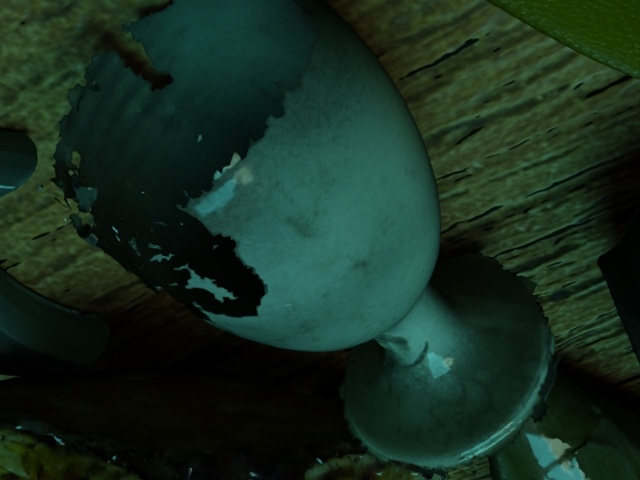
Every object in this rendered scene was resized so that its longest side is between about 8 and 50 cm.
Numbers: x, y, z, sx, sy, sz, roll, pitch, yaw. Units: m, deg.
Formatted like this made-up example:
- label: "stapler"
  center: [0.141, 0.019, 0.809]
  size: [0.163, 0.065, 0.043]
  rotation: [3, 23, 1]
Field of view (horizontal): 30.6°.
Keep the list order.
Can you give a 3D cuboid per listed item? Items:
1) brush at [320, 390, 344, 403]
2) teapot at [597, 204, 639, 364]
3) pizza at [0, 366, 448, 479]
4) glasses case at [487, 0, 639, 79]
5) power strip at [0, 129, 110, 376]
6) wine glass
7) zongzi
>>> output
- label: "brush"
  center: [0.062, 0.130, 0.955]
  size: [0.190, 0.028, 0.034]
  rotation: [-19, 137, 41]
- label: "teapot"
  center: [0.379, 0.051, 0.690]
  size: [0.361, 0.306, 0.376]
  rotation: [-25, 177, 12]
- label: "pizza"
  center: [-0.091, 0.166, 0.866]
  size: [0.408, 0.278, 0.114]
  rotation: [3, 102, -16]
- label: "glasses case"
  center: [0.121, -0.190, 0.512]
  size: [0.371, 0.141, 0.173]
  rotation: [24, 156, -30]
- label: "power strip"
  center: [-0.252, 0.011, 0.816]
  size: [0.167, 0.054, 0.253]
  rotation: [-7, 140, 4]
- label: "wine glass"
  center: [0.003, -0.003, 0.716]
  size: [0.190, 0.190, 0.357]
  rotation: [-24, 138, 23]
- label: "zongzi"
  center: [0.314, 0.192, 1.009]
  size: [0.356, 0.174, 0.393]
  rotation: [-17, 113, -5]
